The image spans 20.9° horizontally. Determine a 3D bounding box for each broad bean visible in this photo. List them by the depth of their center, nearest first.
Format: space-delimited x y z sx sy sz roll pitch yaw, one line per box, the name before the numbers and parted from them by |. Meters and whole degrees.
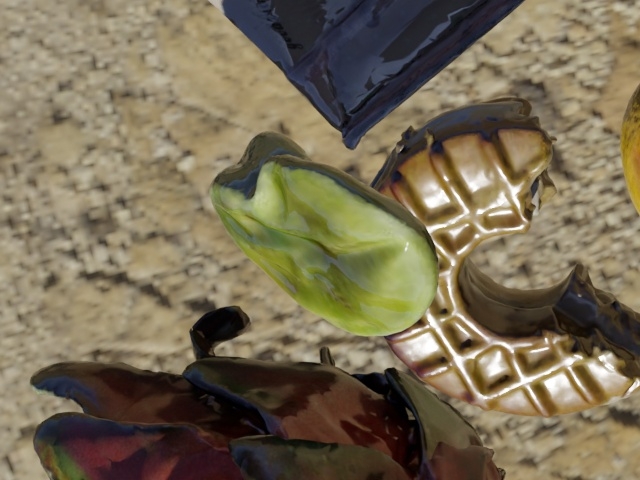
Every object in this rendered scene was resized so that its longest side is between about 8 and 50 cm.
broad bean | 0.002 -0.002 1.196 0.206 0.072 0.153 33 156 50

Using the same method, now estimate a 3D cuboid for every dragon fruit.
dragon fruit | -0.008 0.121 0.580 0.188 0.182 0.182 42 128 56

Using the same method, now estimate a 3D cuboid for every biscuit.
biscuit | 0.172 0.033 1.815 0.268 0.115 0.366 -20 114 22

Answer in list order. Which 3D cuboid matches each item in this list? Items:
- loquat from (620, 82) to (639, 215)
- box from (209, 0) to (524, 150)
loquat | 0.361 -0.076 1.498 0.208 0.208 0.208 10 107 36
box | 0.059 -0.232 0.721 0.190 0.297 0.225 42 131 -12
